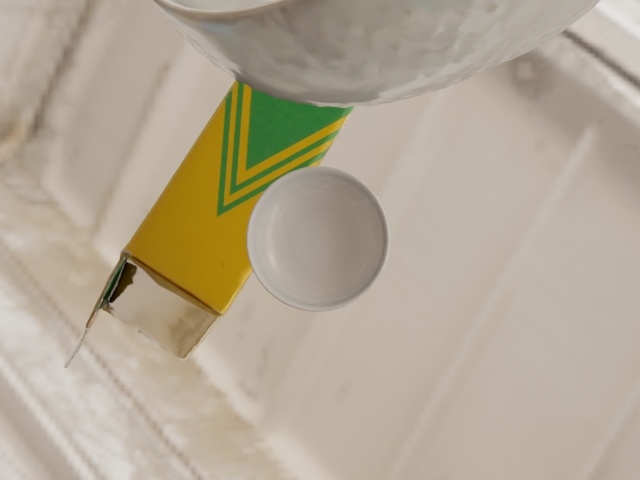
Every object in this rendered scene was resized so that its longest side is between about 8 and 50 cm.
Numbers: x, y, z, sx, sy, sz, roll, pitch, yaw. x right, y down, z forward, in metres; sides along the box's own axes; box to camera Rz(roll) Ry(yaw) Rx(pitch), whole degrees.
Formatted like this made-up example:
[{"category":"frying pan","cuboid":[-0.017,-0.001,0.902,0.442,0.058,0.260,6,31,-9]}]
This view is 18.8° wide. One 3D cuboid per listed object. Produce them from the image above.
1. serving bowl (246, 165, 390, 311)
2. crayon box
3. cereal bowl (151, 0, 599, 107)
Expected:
[{"category":"serving bowl","cuboid":[0.000,0.000,1.119,0.083,0.027,0.083,0,-94,7]},{"category":"crayon box","cuboid":[-0.058,-0.039,1.343,0.318,0.081,0.202,-58,-177,-15]},{"category":"cereal bowl","cuboid":[0.073,-0.194,1.045,0.339,0.141,0.339,-26,-146,20]}]
